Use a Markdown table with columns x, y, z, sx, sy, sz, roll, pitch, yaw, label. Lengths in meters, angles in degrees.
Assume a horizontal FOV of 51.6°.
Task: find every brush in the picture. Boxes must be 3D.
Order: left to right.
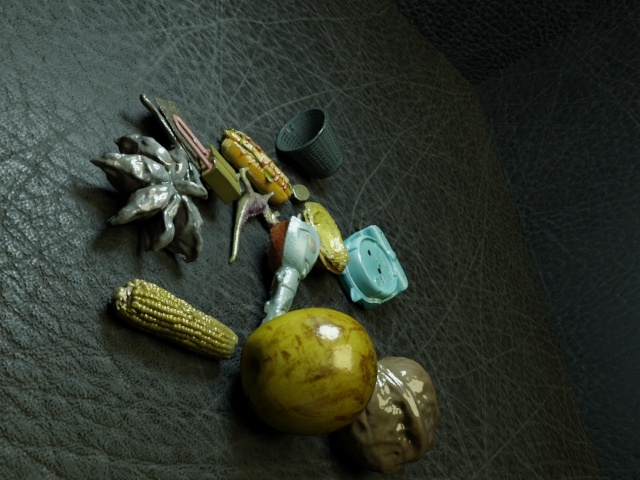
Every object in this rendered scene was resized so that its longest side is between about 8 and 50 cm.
| x | y | z | sx | sy | sz | roll | pitch | yaw | label |
| --- | --- | --- | --- | --- | --- | --- | --- | --- | --- |
| -0.263 | -0.190 | 1.476 | 0.233 | 0.047 | 0.103 | 51 | 12 | -42 | brush |

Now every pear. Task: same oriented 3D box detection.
| x | y | z | sx | sy | sz | roll | pitch | yaw | label |
| --- | --- | --- | --- | --- | --- | --- | --- | --- | --- |
| -0.024 | 0.269 | 1.362 | 0.280 | 0.280 | 0.281 | 36 | 39 | -36 | pear |

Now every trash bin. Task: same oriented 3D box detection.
| x | y | z | sx | sy | sz | roll | pitch | yaw | label |
| --- | --- | --- | --- | --- | --- | --- | --- | --- | --- |
| -0.016 | -0.272 | 1.926 | 0.161 | 0.175 | 0.175 | 49 | 31 | -40 | trash bin |

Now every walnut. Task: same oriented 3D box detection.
| x | y | z | sx | sy | sz | roll | pitch | yaw | label |
| --- | --- | --- | --- | --- | --- | --- | --- | --- | --- |
| 0.156 | 0.404 | 1.561 | 0.273 | 0.273 | 0.227 | 56 | -1 | -10 | walnut |

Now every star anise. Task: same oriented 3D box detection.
| x | y | z | sx | sy | sz | roll | pitch | yaw | label |
| --- | --- | --- | --- | --- | --- | --- | --- | --- | --- |
| -0.327 | -0.122 | 1.342 | 0.359 | 0.139 | 0.316 | 60 | 21 | -11 | star anise |

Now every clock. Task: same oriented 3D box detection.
| x | y | z | sx | sy | sz | roll | pitch | yaw | label |
| --- | --- | --- | --- | --- | --- | --- | --- | --- | --- |
| 0.139 | 0.086 | 1.923 | 0.224 | 0.094 | 0.274 | 61 | 29 | 0 | clock |

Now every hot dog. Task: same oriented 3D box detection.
| x | y | z | sx | sy | sz | roll | pitch | yaw | label |
| --- | --- | --- | --- | --- | --- | --- | --- | --- | --- |
| -0.163 | -0.196 | 1.716 | 0.250 | 0.076 | 0.104 | 49 | 33 | -24 | hot dog |

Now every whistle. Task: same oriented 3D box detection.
| x | y | z | sx | sy | sz | roll | pitch | yaw | label |
| --- | --- | --- | --- | --- | --- | --- | --- | --- | --- |
| -0.083 | 0.074 | 1.574 | 0.133 | 0.142 | 0.346 | 21 | 55 | -10 | whistle |

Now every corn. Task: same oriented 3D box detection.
| x | y | z | sx | sy | sz | roll | pitch | yaw | label |
| --- | --- | --- | --- | --- | --- | --- | --- | --- | --- |
| -0.271 | 0.155 | 1.264 | 0.288 | 0.086 | 0.087 | 35 | 39 | -40 | corn |

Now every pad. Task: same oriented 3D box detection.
| x | y | z | sx | sy | sz | roll | pitch | yaw | label |
| --- | --- | --- | --- | --- | --- | --- | --- | --- | --- |
| -0.301 | -0.224 | 1.540 | 0.235 | 0.003 | 0.158 | 59 | 8 | -5 | pad |

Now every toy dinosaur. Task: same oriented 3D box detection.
| x | y | z | sx | sy | sz | roll | pitch | yaw | label |
| --- | --- | --- | --- | --- | --- | --- | --- | --- | --- |
| -0.174 | -0.074 | 1.611 | 0.251 | 0.072 | 0.200 | -35 | 107 | -70 | toy dinosaur |

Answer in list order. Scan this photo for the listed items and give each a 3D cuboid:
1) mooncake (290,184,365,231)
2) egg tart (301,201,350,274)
| x | y | z | sx | sy | sz | roll | pitch | yaw | label |
| --- | --- | --- | --- | --- | --- | --- | --- | --- | --- |
| 0.039 | -0.096 | 1.956 | 0.347 | 0.057 | 0.150 | 40 | 49 | -37 | mooncake |
| -0.001 | 0.001 | 1.761 | 0.213 | 0.090 | 0.213 | 55 | 18 | -28 | egg tart |
